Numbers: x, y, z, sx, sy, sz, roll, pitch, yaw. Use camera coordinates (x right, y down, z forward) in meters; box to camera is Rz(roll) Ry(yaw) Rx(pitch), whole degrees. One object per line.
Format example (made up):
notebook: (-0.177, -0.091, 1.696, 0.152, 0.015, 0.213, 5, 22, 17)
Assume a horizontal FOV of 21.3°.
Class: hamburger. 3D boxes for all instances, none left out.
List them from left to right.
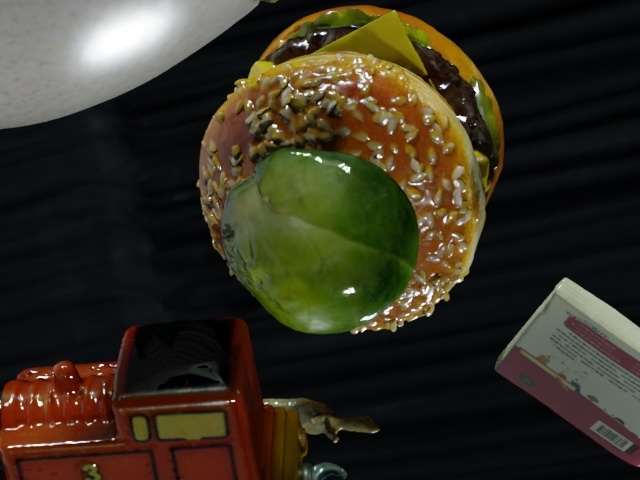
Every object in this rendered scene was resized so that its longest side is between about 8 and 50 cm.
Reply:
hamburger: (0.032, -0.064, 1.560, 0.225, 0.291, 0.291, -56, 129, -61)

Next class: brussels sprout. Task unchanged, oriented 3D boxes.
brussels sprout: (0.001, 0.002, 1.329, 0.117, 0.155, 0.155, 37, 45, -65)

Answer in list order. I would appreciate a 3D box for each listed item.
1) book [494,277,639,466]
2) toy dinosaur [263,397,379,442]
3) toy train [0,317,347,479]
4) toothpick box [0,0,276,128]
book: (0.241, 0.118, 1.453, 0.022, 0.162, 0.232, -54, 174, -21)
toy dinosaur: (-0.022, 0.173, 1.708, 0.162, 0.126, 0.039, -139, -137, -69)
toy train: (-0.164, 0.190, 1.452, 0.163, 0.369, 0.232, -88, 172, -59)
toothpick box: (-0.156, -0.297, 1.053, 0.425, 0.409, 0.409, -38, 120, -25)
